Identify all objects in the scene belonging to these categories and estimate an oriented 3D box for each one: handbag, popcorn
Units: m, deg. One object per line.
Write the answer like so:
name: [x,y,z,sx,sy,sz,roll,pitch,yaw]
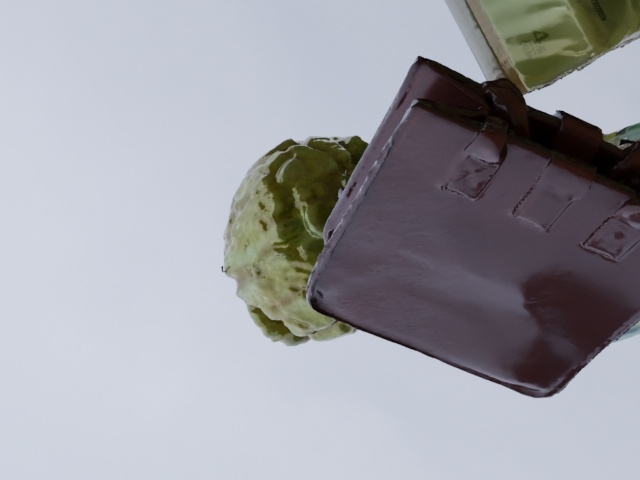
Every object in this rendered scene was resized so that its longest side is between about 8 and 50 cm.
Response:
handbag: [0.141,0.004,0.838,0.260,0.275,0.084,22,-129,-3]
popcorn: [0.002,-0.008,1.396,0.282,0.247,0.282,11,-106,-41]

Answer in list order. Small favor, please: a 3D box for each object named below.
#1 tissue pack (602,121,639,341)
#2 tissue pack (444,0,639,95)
tissue pack: [0.304,0.011,1.220,0.228,0.311,0.128,58,-156,-26]
tissue pack: [0.177,-0.253,0.907,0.159,0.125,0.234,-30,-86,-49]
